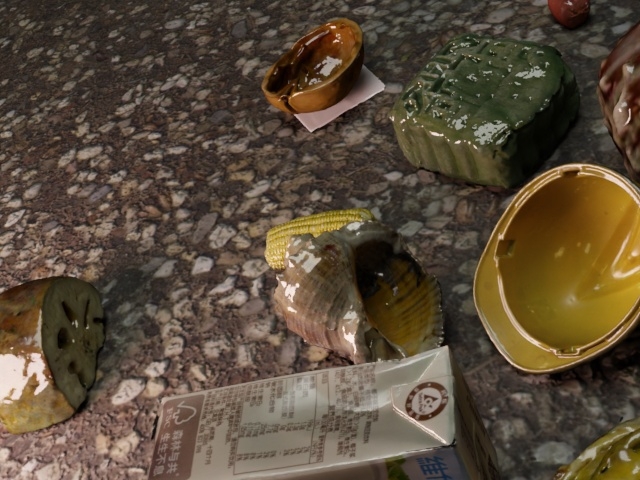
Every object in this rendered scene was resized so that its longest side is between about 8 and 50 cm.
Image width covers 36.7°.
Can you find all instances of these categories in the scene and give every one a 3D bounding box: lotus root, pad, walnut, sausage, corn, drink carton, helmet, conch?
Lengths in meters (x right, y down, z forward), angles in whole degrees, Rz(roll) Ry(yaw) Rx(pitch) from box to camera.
[{"bbox_3d":[-0.399,0.146,1.375,0.119,0.138,0.235,-21,44,23],"label":"lotus root"},{"bbox_3d":[0.004,-0.276,1.695,0.156,0.004,0.232,-30,39,-4],"label":"pad"},{"bbox_3d":[0.004,-0.277,1.622,0.167,0.087,0.211,12,54,43],"label":"walnut"},{"bbox_3d":[0.399,-0.383,1.551,0.059,0.054,0.094,-22,40,7],"label":"sausage"},{"bbox_3d":[0.000,0.000,1.354,0.165,0.063,0.085,-11,66,22],"label":"corn"},{"bbox_3d":[0.005,0.235,0.990,0.324,0.194,0.132,-13,43,16],"label":"drink carton"},{"bbox_3d":[0.308,0.029,1.083,0.140,0.257,0.205,-3,53,-38],"label":"helmet"},{"bbox_3d":[0.053,0.076,1.176,0.178,0.163,0.245,-42,69,6],"label":"conch"}]

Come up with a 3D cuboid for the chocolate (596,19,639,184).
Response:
[{"bbox_3d":[0.445,-0.133,1.118,0.210,0.225,0.340,-25,57,9],"label":"chocolate"}]

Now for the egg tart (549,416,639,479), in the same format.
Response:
[{"bbox_3d":[0.333,0.255,0.865,0.278,0.095,0.279,-14,40,13],"label":"egg tart"}]

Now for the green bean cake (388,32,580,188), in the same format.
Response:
[{"bbox_3d":[0.240,-0.190,1.384,0.227,0.125,0.222,23,61,38],"label":"green bean cake"}]
